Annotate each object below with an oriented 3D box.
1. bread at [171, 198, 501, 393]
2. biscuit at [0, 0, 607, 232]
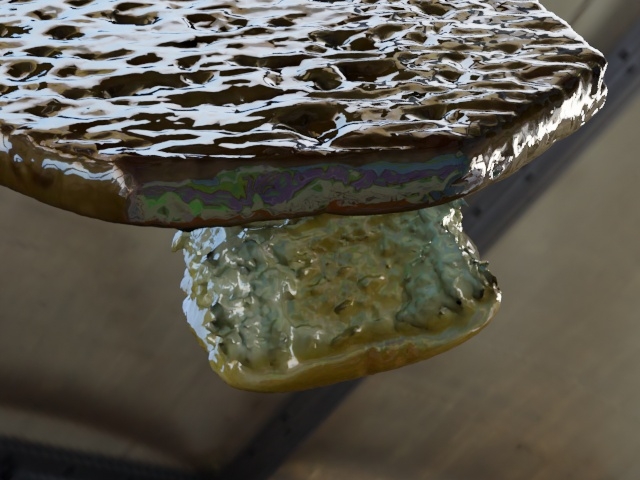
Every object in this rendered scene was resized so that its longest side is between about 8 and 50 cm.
[{"bbox_3d":[0.000,0.000,0.876,0.174,0.121,0.245,-9,-165,-9],"label":"bread"},{"bbox_3d":[-0.037,-0.084,0.761,0.359,0.046,0.359,1,-156,0],"label":"biscuit"}]
